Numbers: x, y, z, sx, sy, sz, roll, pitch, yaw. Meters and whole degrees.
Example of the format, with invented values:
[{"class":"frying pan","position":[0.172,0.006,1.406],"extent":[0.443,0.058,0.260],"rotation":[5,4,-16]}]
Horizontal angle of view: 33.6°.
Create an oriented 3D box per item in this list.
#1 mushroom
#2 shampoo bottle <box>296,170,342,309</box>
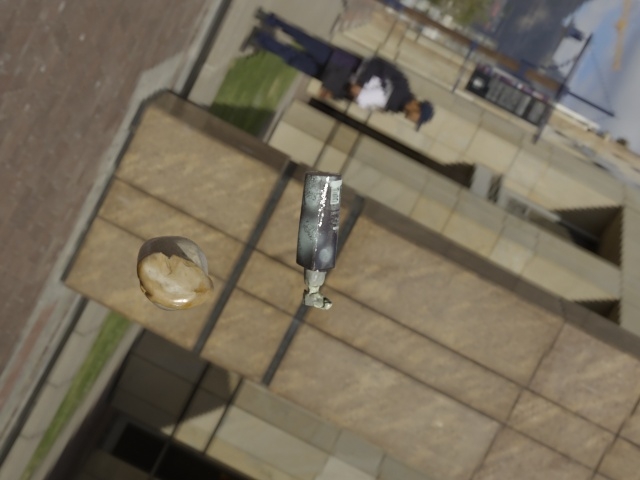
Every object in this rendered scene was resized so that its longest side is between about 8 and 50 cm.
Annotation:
[{"class":"mushroom","position":[-0.189,0.041,1.351],"extent":[0.088,0.097,0.212],"rotation":[-32,-172,-1]},{"class":"shampoo bottle","position":[-0.001,0.000,1.605],"extent":[0.063,0.057,0.208],"rotation":[22,-67,50]}]
